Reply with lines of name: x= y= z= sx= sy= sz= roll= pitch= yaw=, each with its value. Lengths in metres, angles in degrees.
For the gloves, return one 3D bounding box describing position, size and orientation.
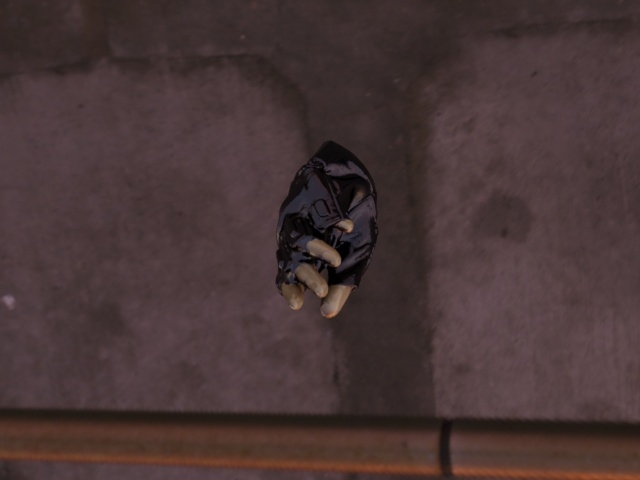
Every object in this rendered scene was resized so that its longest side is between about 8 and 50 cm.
gloves: x=0.000 y=0.000 z=1.453 sx=0.124 sy=0.203 sz=0.164 roll=0 pitch=127 yaw=38
